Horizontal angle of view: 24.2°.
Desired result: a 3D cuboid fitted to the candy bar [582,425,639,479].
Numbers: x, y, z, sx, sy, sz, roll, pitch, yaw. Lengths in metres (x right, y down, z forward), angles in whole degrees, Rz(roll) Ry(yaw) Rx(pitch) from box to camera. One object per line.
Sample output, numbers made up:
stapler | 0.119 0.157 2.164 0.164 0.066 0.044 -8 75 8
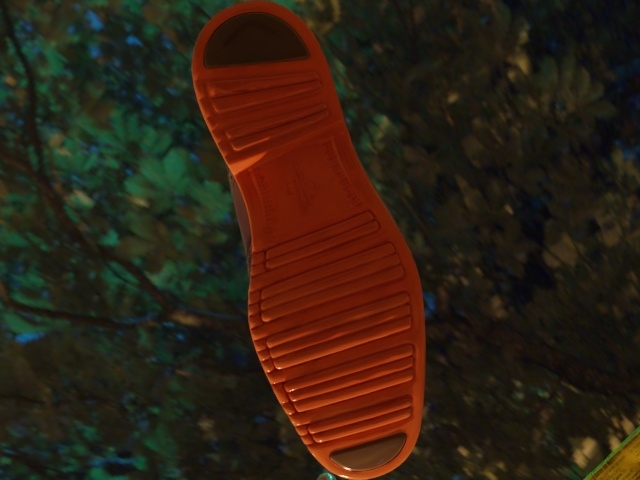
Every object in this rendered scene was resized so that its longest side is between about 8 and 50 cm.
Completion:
candy bar | 0.170 0.124 0.805 0.040 0.018 0.161 45 -69 9

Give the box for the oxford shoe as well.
oxford shoe | 0.000 0.000 1.146 0.130 0.133 0.364 -13 -92 1

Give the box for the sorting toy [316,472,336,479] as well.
sorting toy | -0.015 0.124 0.492 0.012 0.062 0.083 25 -68 3
